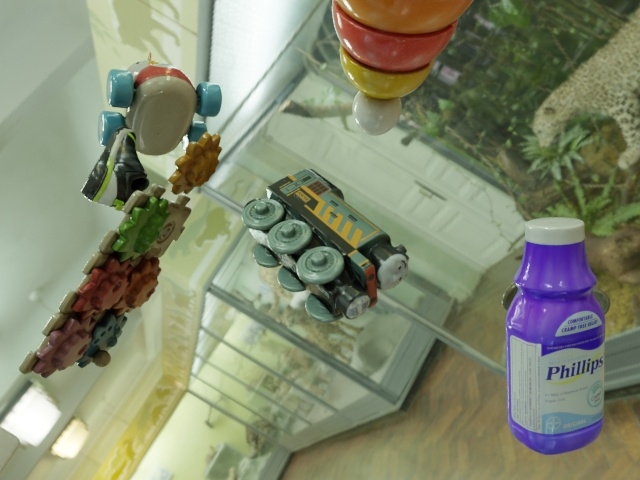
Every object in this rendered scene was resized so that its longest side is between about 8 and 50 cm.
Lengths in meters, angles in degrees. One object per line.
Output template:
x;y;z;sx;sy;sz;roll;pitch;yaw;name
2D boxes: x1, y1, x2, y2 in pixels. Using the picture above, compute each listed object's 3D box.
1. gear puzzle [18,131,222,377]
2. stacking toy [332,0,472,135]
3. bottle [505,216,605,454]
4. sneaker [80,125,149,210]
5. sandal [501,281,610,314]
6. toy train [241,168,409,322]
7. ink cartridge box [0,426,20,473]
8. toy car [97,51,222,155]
-0.208;0.020;0.719;0.339;0.044;0.175;-56;-9;2;gear puzzle
0.148;-0.438;1.311;0.480;0.350;0.351;99;-163;-49;stacking toy
0.288;0.115;0.737;0.092;0.118;0.283;-155;58;-66;bottle
-0.358;-0.121;1.086;0.084;0.097;0.235;-48;24;28;sneaker
0.498;0.130;1.265;0.060;0.219;0.090;-48;-35;-72;sandal
0.000;0.000;1.046;0.190;0.334;0.142;-32;-44;-20;toy train
-0.532;0.353;0.735;0.198;0.115;0.273;-25;30;33;ink cartridge box
-0.357;-0.325;1.277;0.210;0.219;0.238;-56;45;44;toy car
